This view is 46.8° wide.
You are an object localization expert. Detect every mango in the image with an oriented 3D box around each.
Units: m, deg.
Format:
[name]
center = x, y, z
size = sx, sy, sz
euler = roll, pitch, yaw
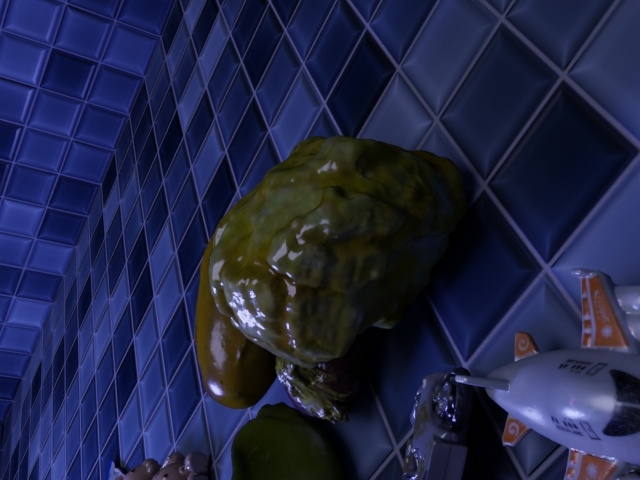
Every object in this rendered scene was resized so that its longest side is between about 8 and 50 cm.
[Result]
[mango]
center = -0.109, 0.109, 1.210
size = 0.365, 0.182, 0.253
euler = -87, 2, -46

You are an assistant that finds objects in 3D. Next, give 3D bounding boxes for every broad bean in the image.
[broad bean]
center = -0.056, 0.383, 1.115
size = 0.238, 0.119, 0.291
euler = -54, 37, 19

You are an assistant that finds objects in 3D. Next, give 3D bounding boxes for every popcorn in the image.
[popcorn]
center = 0.001, -0.009, 0.993
size = 0.292, 0.334, 0.293
euler = 35, 145, 22

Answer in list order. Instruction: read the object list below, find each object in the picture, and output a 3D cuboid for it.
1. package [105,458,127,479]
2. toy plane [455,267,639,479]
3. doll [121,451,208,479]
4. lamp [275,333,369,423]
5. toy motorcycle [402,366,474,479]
[package]
center = -0.550, 0.680, 1.947
size = 0.173, 0.027, 0.171
euler = 2, 79, 57
[toy plane]
center = 0.244, 0.148, 0.691
size = 0.245, 0.117, 0.244
euler = -36, 46, 49
[doll]
center = -0.325, 0.527, 1.546
size = 0.278, 0.119, 0.154
euler = -26, 57, 42
[lamp]
center = -0.004, 0.181, 1.092
size = 0.157, 0.135, 0.156
euler = -7, 71, 63
[toy motorcycle]
center = 0.136, 0.235, 0.865
size = 0.152, 0.073, 0.225
euler = -84, 4, -75
